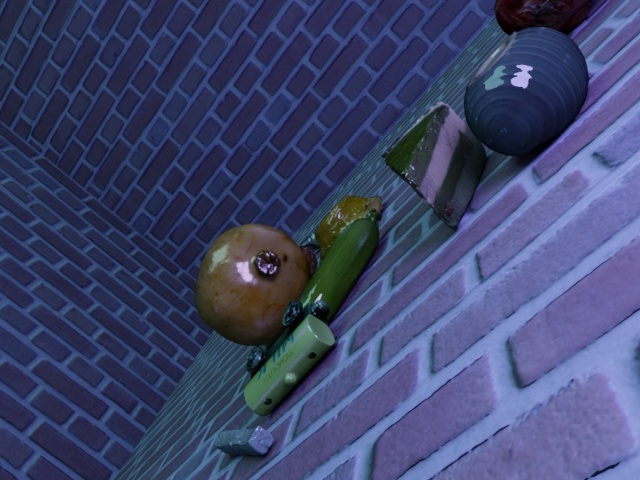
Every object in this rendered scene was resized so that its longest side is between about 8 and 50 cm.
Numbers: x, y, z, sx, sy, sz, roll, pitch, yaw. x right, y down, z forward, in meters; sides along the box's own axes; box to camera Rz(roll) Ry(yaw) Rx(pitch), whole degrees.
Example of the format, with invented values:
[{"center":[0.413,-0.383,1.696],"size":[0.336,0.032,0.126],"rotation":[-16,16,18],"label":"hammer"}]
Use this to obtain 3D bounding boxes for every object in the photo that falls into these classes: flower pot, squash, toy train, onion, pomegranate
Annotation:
[{"center":[0.337,-0.249,0.892],"size":[0.243,0.157,0.189],"rotation":[-53,6,-38],"label":"flower pot"},{"center":[0.054,0.057,1.260],"size":[0.379,0.101,0.101],"rotation":[-53,8,-34],"label":"squash"},{"center":[-0.063,0.237,1.080],"size":[0.253,0.105,0.157],"rotation":[-49,20,14],"label":"toy train"},{"center":[0.526,-0.562,1.231],"size":[0.246,0.190,0.246],"rotation":[-36,-10,-7],"label":"onion"},{"center":[-0.156,0.108,1.289],"size":[0.307,0.307,0.307],"rotation":[-49,7,8],"label":"pomegranate"}]

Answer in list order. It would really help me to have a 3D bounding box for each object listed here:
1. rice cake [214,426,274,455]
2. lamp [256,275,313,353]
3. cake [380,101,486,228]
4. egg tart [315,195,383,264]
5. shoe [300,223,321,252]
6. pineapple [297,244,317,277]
[{"center":[-0.148,0.381,1.017],"size":[0.042,0.045,0.245],"rotation":[-57,10,-32],"label":"rice cake"},{"center":[-0.068,0.205,1.447],"size":[0.266,0.047,0.269],"rotation":[-51,7,-9],"label":"lamp"},{"center":[0.232,-0.148,1.004],"size":[0.172,0.158,0.283],"rotation":[-47,9,13],"label":"cake"},{"center":[0.070,-0.047,1.645],"size":[0.295,0.116,0.295],"rotation":[-46,8,8],"label":"egg tart"},{"center":[0.000,0.000,2.076],"size":[0.195,0.079,0.078],"rotation":[-39,46,21],"label":"shoe"},{"center":[-0.111,0.123,1.615],"size":[0.310,0.141,0.170],"rotation":[-41,-47,-64],"label":"pineapple"}]
